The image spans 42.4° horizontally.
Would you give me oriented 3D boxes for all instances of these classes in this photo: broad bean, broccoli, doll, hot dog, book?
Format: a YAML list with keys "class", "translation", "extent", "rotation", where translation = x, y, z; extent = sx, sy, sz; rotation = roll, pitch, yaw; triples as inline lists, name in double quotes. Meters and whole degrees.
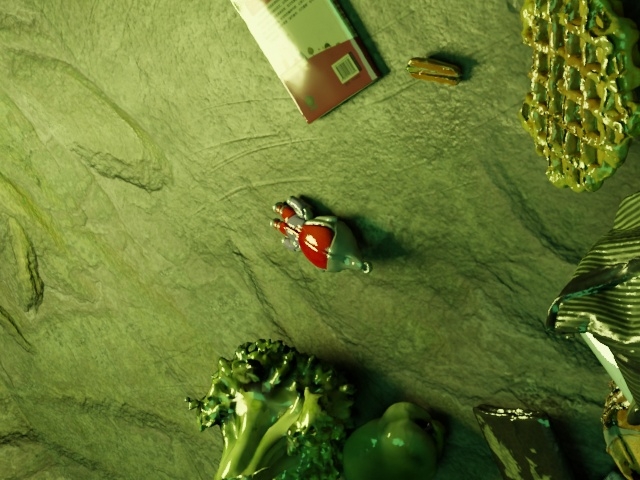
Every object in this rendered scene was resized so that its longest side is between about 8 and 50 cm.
- class: "broad bean"
  translation: [0.133, 0.376, 1.458]
  extent: [0.169, 0.100, 0.228]
  rotation: [39, 128, -19]
- class: "broccoli"
  translation: [-0.102, 0.355, 1.513]
  extent: [0.293, 0.281, 0.348]
  rotation: [16, 124, 16]
- class: "doll"
  translation: [0.000, 0.000, 1.368]
  extent: [0.227, 0.075, 0.102]
  rotation: [27, 121, 36]
- class: "hot dog"
  translation: [0.157, -0.235, 1.140]
  extent: [0.083, 0.021, 0.037]
  rotation: [20, 147, 25]
- class: "book"
  translation: [-0.026, -0.307, 1.241]
  extent: [0.162, 0.022, 0.232]
  rotation: [-28, 96, 43]

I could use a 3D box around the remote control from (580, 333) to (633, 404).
- class: "remote control"
  translation: [0.415, 0.164, 1.052]
  extent: [0.103, 0.051, 0.293]
  rotation: [-56, 43, 33]

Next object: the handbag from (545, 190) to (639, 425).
- class: "handbag"
  translation: [0.429, 0.076, 0.868]
  extent: [0.247, 0.240, 0.341]
  rotation: [46, 162, -19]

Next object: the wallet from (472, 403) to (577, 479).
- class: "wallet"
  translation: [0.356, 0.409, 1.323]
  extent: [0.170, 0.044, 0.321]
  rotation: [-7, 112, 62]

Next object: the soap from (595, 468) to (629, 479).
- class: "soap"
  translation: [0.461, 0.409, 1.138]
  extent: [0.156, 0.293, 0.077]
  rotation: [37, 95, 12]

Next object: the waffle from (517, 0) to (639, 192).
- class: "waffle"
  translation: [0.293, -0.190, 0.961]
  extent: [0.291, 0.051, 0.291]
  rotation: [169, 90, -83]

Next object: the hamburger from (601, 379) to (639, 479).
- class: "hamburger"
  translation: [0.494, 0.264, 1.111]
  extent: [0.231, 0.107, 0.231]
  rotation: [22, 132, 27]
